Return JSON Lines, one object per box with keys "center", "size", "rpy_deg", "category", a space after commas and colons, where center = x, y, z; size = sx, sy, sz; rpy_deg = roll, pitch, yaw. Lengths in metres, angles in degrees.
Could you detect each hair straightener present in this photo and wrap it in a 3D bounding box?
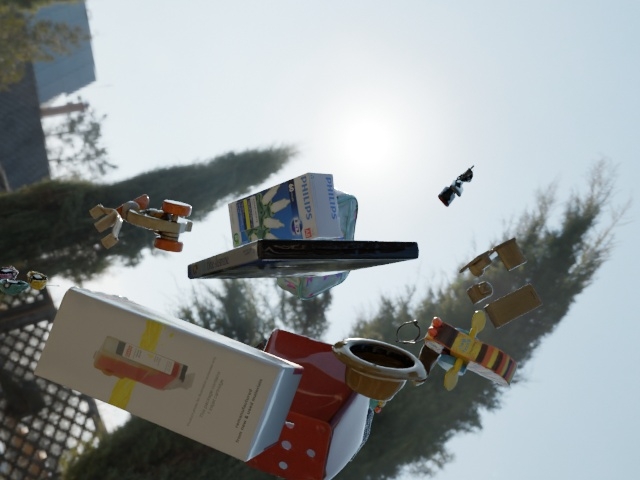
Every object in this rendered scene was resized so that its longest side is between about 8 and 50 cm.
{"center": [0.371, -0.149, 1.720], "size": [0.089, 0.230, 0.047], "rpy_deg": [-42, -96, 29], "category": "hair straightener"}

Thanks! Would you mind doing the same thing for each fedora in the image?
{"center": [0.107, 0.252, 1.270], "size": [0.194, 0.194, 0.079], "rpy_deg": [30, -72, 53], "category": "fedora"}

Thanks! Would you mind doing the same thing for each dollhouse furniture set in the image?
{"center": [0.374, 0.105, 1.428], "size": [0.151, 0.144, 0.123], "rpy_deg": [62, -23, 14], "category": "dollhouse furniture set"}

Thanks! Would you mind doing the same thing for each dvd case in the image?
{"center": [-0.032, 0.024, 0.759], "size": [0.253, 0.181, 0.022], "rpy_deg": [-16, -105, 62], "category": "dvd case"}

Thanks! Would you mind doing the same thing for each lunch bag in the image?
{"center": [0.000, 0.000, 1.721], "size": [0.108, 0.224, 0.279], "rpy_deg": [28, -57, 37], "category": "lunch bag"}

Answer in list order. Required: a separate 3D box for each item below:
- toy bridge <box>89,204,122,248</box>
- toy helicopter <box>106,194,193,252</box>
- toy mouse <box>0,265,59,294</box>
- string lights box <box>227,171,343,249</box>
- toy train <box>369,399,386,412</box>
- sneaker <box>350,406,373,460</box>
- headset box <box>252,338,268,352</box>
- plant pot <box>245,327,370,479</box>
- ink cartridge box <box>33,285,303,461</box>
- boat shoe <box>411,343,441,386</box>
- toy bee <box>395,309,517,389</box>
{"center": [-0.524, -0.047, 1.637], "size": [0.188, 0.063, 0.026], "rpy_deg": [47, -11, 51], "category": "toy bridge"}
{"center": [-0.502, -0.069, 2.031], "size": [0.355, 0.235, 0.140], "rpy_deg": [-98, -159, -84], "category": "toy helicopter"}
{"center": [-0.698, 0.093, 1.502], "size": [0.161, 0.143, 0.031], "rpy_deg": [23, -74, 36], "category": "toy mouse"}
{"center": [-0.079, -0.044, 1.383], "size": [0.260, 0.077, 0.133], "rpy_deg": [-17, -101, 43], "category": "string lights box"}
{"center": [0.154, 0.437, 2.005], "size": [0.125, 0.046, 0.166], "rpy_deg": [-13, -104, 44], "category": "toy train"}
{"center": [0.088, 0.535, 1.915], "size": [0.097, 0.084, 0.234], "rpy_deg": [27, -52, 21], "category": "sneaker"}
{"center": [-0.169, 0.342, 2.026], "size": [0.062, 0.032, 0.083], "rpy_deg": [41, -58, -16], "category": "headset box"}
{"center": [-0.042, 0.399, 1.521], "size": [0.268, 0.236, 0.267], "rpy_deg": [14, -67, 13], "category": "plant pot"}
{"center": [-0.248, 0.229, 1.172], "size": [0.279, 0.385, 0.160], "rpy_deg": [58, 53, -77], "category": "ink cartridge box"}
{"center": [0.292, 0.332, 1.828], "size": [0.056, 0.153, 0.048], "rpy_deg": [28, -32, 5], "category": "boat shoe"}
{"center": [0.307, 0.253, 1.562], "size": [0.162, 0.299, 0.195], "rpy_deg": [60, 34, -56], "category": "toy bee"}
